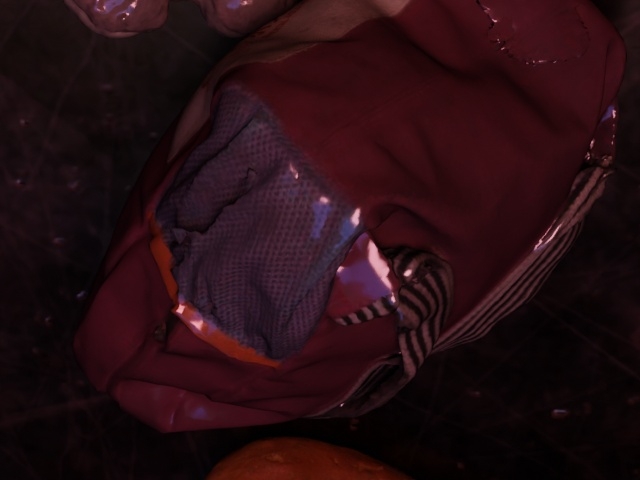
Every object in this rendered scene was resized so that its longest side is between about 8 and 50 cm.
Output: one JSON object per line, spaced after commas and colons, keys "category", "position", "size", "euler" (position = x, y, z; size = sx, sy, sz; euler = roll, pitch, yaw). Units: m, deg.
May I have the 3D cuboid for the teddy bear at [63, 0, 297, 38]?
{"category": "teddy bear", "position": [-0.046, -0.225, 0.936], "size": [0.267, 0.236, 0.151], "euler": [-48, 60, 41]}

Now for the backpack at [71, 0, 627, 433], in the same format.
{"category": "backpack", "position": [0.000, 0.000, 1.008], "size": [0.197, 0.283, 0.317], "euler": [49, 135, 11]}

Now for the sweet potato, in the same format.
{"category": "sweet potato", "position": [0.055, 0.197, 1.218], "size": [0.292, 0.097, 0.097], "euler": [18, 123, -8]}
